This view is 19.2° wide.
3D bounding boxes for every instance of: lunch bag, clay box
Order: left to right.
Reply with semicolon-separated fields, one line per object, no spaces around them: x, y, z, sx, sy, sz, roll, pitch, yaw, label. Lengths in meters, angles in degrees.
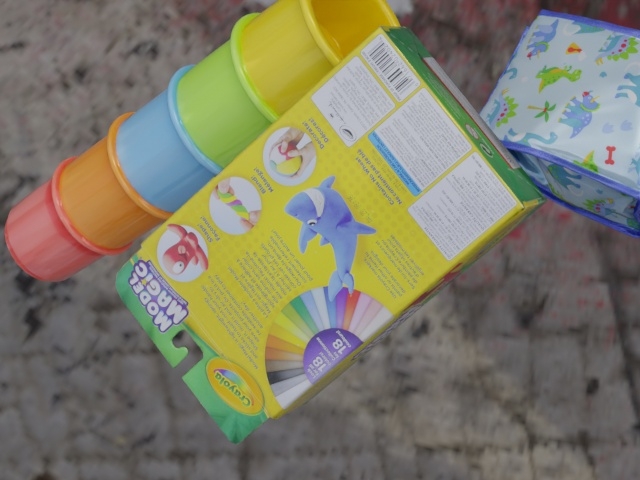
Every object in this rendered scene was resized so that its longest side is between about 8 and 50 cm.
0.000;0.000;1.053;0.222;0.053;0.127;-41;80;21;clay box
0.201;-0.093;1.412;0.151;0.129;0.096;25;162;18;lunch bag

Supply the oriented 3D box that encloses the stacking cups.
-0.091;-0.063;1.223;0.316;0.096;0.096;-30;106;32;stacking cups
